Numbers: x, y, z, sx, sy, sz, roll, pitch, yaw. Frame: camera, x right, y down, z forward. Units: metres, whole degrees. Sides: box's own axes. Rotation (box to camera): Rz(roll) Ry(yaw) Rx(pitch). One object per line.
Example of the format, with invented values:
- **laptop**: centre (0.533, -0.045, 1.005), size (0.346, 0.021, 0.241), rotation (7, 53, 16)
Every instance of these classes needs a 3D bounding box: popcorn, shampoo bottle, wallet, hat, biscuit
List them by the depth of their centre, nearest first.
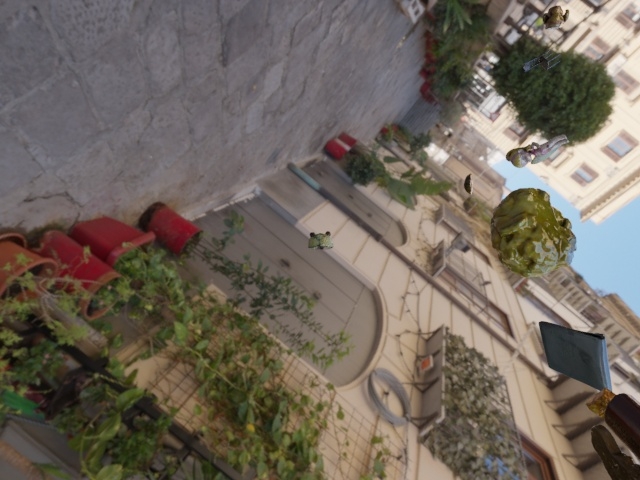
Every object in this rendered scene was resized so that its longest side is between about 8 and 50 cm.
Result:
- **shampoo bottle**: centre (0.718, 0.439, 0.874), size (0.260, 0.065, 0.101), rotation (-48, 153, -78)
- **biscuit**: centre (0.780, 0.618, 0.997), size (0.319, 0.047, 0.183), rotation (-106, -173, -53)
- **popcorn**: centre (0.528, -0.016, 1.041), size (0.192, 0.233, 0.266), rotation (-37, -174, 37)
- **hat**: centre (0.000, 0.000, 1.323), size (0.077, 0.059, 0.076), rotation (-4, 177, 37)
- **wallet**: centre (1.080, 0.481, 1.726), size (0.054, 0.251, 0.290), rotation (-20, -168, -18)

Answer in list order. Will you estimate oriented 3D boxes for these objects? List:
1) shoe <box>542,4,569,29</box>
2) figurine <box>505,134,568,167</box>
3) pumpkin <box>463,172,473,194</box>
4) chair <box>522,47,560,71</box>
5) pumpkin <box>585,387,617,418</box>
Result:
- **shoe**: centre (0.751, -0.711, 1.296), size (0.109, 0.072, 0.069), rotation (-33, 127, -39)
- **figurine**: centre (0.711, -0.298, 1.344), size (0.188, 0.083, 0.083), rotation (-26, -167, 37)
- **pumpkin**: centre (0.515, -0.198, 1.417), size (0.083, 0.028, 0.050), rotation (72, 34, -42)
- **chair**: centre (0.607, -0.485, 1.114), size (0.086, 0.042, 0.037), rotation (-27, 153, 17)
- **pumpkin**: centre (0.807, 0.462, 1.141), size (0.054, 0.074, 0.083), rotation (-31, 150, -43)
